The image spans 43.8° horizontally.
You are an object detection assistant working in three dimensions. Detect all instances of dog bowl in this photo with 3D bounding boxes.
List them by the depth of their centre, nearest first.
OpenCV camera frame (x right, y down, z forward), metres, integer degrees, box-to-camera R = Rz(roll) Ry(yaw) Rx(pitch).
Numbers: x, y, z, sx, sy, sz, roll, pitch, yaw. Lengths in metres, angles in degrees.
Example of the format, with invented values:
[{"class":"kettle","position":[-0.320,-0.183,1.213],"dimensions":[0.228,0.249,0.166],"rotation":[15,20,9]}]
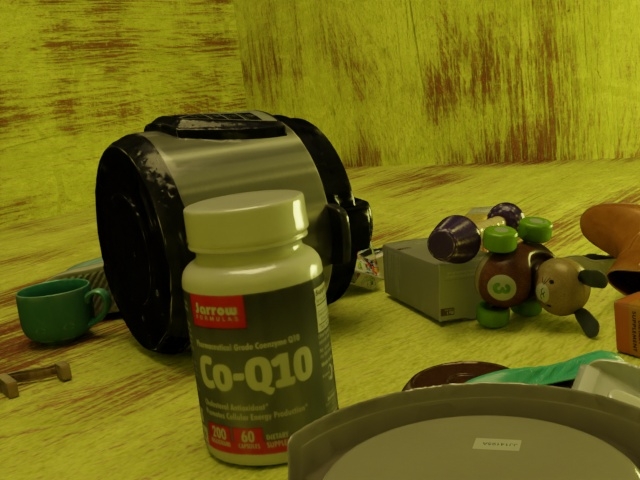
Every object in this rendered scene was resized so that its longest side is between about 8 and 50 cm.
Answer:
[{"class":"dog bowl","position":[0.124,0.221,0.619],"dimensions":[0.348,0.102,0.349],"rotation":[-6,11,1]}]

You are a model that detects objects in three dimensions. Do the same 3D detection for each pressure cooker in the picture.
[{"class":"pressure cooker","position":[-0.135,-0.025,1.360],"dimensions":[0.420,0.370,0.375],"rotation":[-12,-31,-30]}]

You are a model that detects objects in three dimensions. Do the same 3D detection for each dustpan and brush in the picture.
[{"class":"dustpan and brush","position":[0.342,0.184,0.754],"dimensions":[0.211,0.060,0.147],"rotation":[23,41,18]}]

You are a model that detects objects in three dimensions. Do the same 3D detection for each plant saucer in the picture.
[{"class":"plant saucer","position":[0.176,0.183,0.976],"dimensions":[0.168,0.029,0.168],"rotation":[-7,12,1]}]

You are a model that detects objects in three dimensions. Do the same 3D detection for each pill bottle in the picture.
[{"class":"pill bottle","position":[-0.071,0.093,0.908],"dimensions":[0.161,0.283,0.161],"rotation":[-7,11,1]}]

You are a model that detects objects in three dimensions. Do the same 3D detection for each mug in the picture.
[{"class":"mug","position":[-0.464,0.132,1.428],"dimensions":[0.157,0.097,0.129],"rotation":[4,15,42]}]

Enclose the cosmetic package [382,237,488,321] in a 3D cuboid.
[{"class":"cosmetic package","position":[0.209,0.062,1.383],"dimensions":[0.127,0.107,0.238],"rotation":[-7,8,-19]}]

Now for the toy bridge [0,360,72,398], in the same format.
[{"class":"toy bridge","position":[-0.468,0.215,1.191],"dimensions":[0.188,0.026,0.063],"rotation":[-14,12,-36]}]

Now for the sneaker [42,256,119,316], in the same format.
[{"class":"sneaker","position":[-0.369,0.072,1.588],"dimensions":[0.365,0.135,0.150],"rotation":[-5,14,2]}]

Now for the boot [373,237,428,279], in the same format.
[{"class":"boot","position":[0.173,0.029,1.652],"dimensions":[0.190,0.069,0.086],"rotation":[-11,15,-13]}]

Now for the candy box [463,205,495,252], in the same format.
[{"class":"candy box","position":[0.320,0.000,1.617],"dimensions":[0.053,0.109,0.186],"rotation":[-2,11,23]}]

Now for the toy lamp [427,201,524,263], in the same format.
[{"class":"toy lamp","position":[0.254,-0.012,1.296],"dimensions":[0.080,0.080,0.274],"rotation":[1,7,35]}]

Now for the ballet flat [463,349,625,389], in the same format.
[{"class":"ballet flat","position":[0.238,0.177,0.848],"dimensions":[0.247,0.083,0.087],"rotation":[-12,26,-17]}]

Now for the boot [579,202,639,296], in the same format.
[{"class":"boot","position":[0.518,0.023,1.317],"dimensions":[0.211,0.104,0.295],"rotation":[-20,30,-39]}]

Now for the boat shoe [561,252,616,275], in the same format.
[{"class":"boat shoe","position":[0.490,0.044,1.451],"dimensions":[0.125,0.046,0.038],"rotation":[-2,11,6]}]

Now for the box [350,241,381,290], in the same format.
[{"class":"box","position":[0.047,0.007,1.583],"dimensions":[0.114,0.036,0.207],"rotation":[17,33,-21]}]

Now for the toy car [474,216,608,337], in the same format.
[{"class":"toy car","position":[0.340,0.070,1.188],"dimensions":[0.149,0.155,0.188],"rotation":[-13,25,-31]}]

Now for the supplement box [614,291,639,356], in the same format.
[{"class":"supplement box","position":[0.482,0.120,0.988],"dimensions":[0.080,0.078,0.233],"rotation":[-13,12,-29]}]
